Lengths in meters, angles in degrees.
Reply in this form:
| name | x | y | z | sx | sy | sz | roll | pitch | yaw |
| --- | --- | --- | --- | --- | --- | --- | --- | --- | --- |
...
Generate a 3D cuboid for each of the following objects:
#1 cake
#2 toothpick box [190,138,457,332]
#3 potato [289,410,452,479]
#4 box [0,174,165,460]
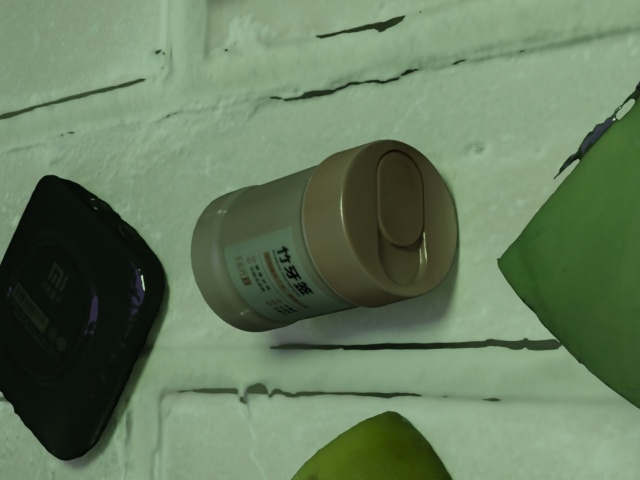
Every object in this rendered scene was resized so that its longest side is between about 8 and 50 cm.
| name | x | y | z | sx | sy | sz | roll | pitch | yaw |
| --- | --- | --- | --- | --- | --- | --- | --- | --- | --- |
| cake | 0.243 | -0.022 | 0.629 | 0.283 | 0.158 | 0.172 | -52 | 50 | 26 |
| toothpick box | 0.000 | 0.000 | 0.936 | 0.149 | 0.098 | 0.098 | -16 | 73 | 47 |
| potato | 0.034 | 0.185 | 0.884 | 0.149 | 0.081 | 0.120 | 38 | 114 | 45 |
| box | -0.213 | 0.061 | 1.211 | 0.212 | 0.042 | 0.201 | 43 | 114 | 42 |
